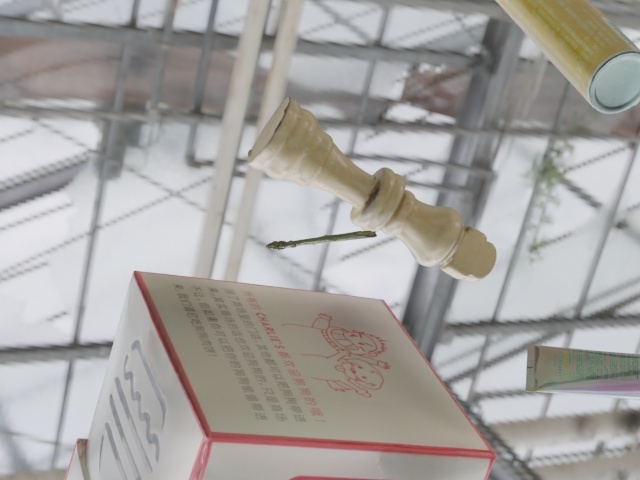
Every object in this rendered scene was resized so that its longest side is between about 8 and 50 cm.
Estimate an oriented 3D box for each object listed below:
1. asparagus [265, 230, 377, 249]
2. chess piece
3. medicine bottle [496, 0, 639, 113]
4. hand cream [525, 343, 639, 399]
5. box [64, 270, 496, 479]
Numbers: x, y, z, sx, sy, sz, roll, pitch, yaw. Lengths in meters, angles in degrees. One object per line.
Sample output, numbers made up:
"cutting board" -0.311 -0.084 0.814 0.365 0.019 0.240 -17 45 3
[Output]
"asparagus" 0.000 0.000 1.733 0.166 0.013 0.016 -7 179 28
"chess piece" 0.089 -0.058 1.922 0.397 0.117 0.117 31 -160 -12
"medicine bottle" 0.303 -0.322 1.790 0.108 0.108 0.426 3 -145 -25
"hand cream" 0.307 0.142 1.404 0.174 0.047 0.076 4 -144 8
"box" -0.057 0.239 1.319 0.312 0.300 0.314 7 -155 -25
